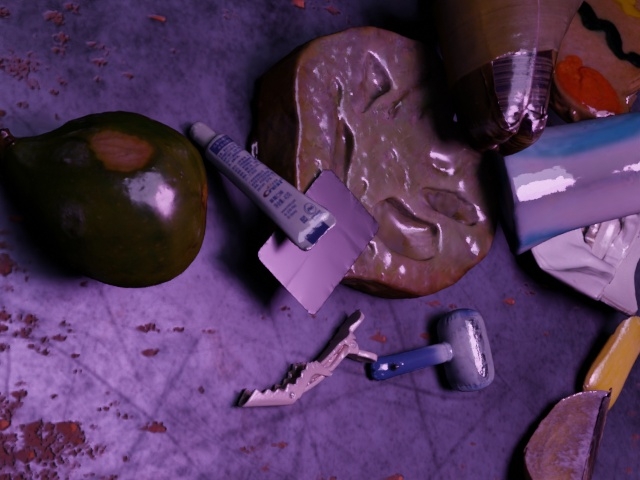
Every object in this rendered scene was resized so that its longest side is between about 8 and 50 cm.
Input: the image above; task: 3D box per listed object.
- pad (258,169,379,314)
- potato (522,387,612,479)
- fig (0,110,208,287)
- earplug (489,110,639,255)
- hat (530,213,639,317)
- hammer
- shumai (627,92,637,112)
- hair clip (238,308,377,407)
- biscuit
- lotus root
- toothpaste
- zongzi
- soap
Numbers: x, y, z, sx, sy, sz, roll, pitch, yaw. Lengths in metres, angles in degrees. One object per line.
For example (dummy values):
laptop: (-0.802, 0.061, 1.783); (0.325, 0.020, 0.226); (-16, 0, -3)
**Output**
pad: (0.000, 0.000, 1.408); (0.112, 0.003, 0.157); (49, 63, -21)
potato: (0.350, 0.329, 1.674); (0.261, 0.100, 0.120); (-58, 155, -47)
fig: (-0.240, -0.056, 1.243); (0.245, 0.195, 0.195); (15, 66, 3)
earplug: (0.412, -0.098, 1.616); (0.324, 0.185, 0.185); (-11, 85, 1)
hat: (0.444, -0.022, 1.797); (0.301, 0.168, 0.257); (36, 80, -54)
hammer: (0.149, 0.161, 1.558); (0.194, 0.069, 0.116); (-10, 86, -31)
shumai: (0.497, -0.276, 1.898); (0.146, 0.116, 0.145); (8, 76, -37)
hair clip: (-0.011, 0.171, 1.441); (0.226, 0.034, 0.072); (-33, 101, -38)
biscuit: (0.434, -0.356, 1.804); (0.394, 0.076, 0.368); (-26, 69, -34)
lotus root: (0.069, -0.091, 1.526); (0.390, 0.111, 0.375); (52, 58, -19)
toothpaste: (-0.077, -0.072, 1.385); (0.216, 0.037, 0.062); (40, 70, 13)
zongzi: (0.307, -0.261, 1.569); (0.318, 0.154, 0.289); (-5, 78, -29)
soap: (0.462, 0.197, 1.796); (0.168, 0.033, 0.089); (-52, 130, -22)
